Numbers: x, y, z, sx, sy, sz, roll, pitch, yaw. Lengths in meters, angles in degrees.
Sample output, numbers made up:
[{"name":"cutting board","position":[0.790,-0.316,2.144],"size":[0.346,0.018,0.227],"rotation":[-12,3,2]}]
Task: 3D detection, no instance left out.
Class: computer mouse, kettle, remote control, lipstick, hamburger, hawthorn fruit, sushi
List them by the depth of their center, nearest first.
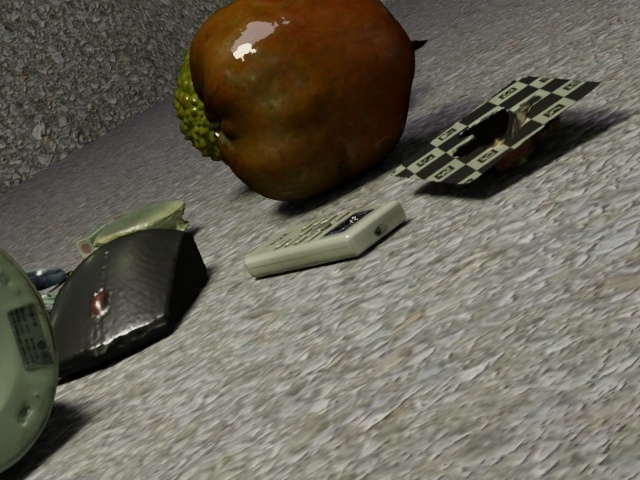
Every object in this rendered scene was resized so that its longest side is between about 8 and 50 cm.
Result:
[{"name":"kettle","position":[-0.412,0.152,1.439],"size":[0.319,0.247,0.342],"rotation":[4,-24,-44]},{"name":"sushi","position":[0.188,-0.101,1.572],"size":[0.192,0.040,0.210],"rotation":[-37,16,-11]},{"name":"remote control","position":[0.000,0.000,1.574],"size":[0.087,0.029,0.190],"rotation":[-35,14,-37]},{"name":"computer mouse","position":[-0.224,0.054,1.691],"size":[0.168,0.087,0.295],"rotation":[-22,14,10]},{"name":"hawthorn fruit","position":[-0.004,-0.202,1.881],"size":[0.301,0.268,0.268],"rotation":[-26,11,-5]},{"name":"hamburger","position":[-0.243,-0.006,2.068],"size":[0.133,0.062,0.140],"rotation":[-16,14,30]},{"name":"lipstick","position":[-0.337,-0.012,2.382],"size":[0.030,0.030,0.129],"rotation":[-21,13,28]}]

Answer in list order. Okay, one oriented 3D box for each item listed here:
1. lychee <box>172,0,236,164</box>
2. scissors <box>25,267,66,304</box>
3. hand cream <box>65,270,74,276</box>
[{"name":"lychee","position":[-0.060,-0.230,2.164],"size":[0.320,0.270,0.270],"rotation":[-55,21,-18]},{"name":"scissors","position":[-0.419,0.080,2.080],"size":[0.256,0.029,0.383],"rotation":[-13,8,-30]},{"name":"hand cream","position":[-0.316,0.049,2.079],"size":[0.036,0.023,0.122],"rotation":[9,-4,-25]}]
